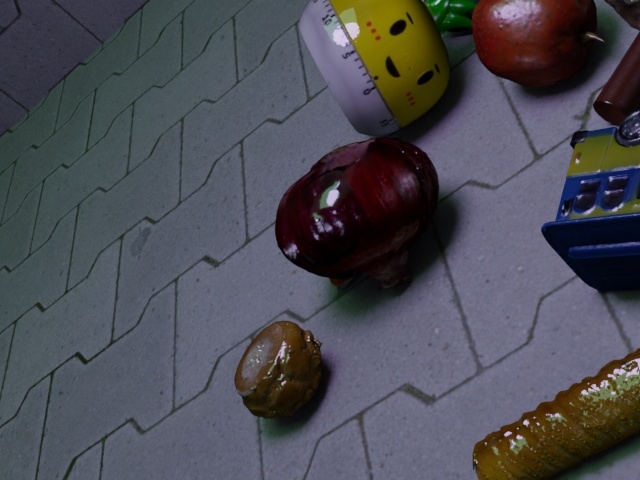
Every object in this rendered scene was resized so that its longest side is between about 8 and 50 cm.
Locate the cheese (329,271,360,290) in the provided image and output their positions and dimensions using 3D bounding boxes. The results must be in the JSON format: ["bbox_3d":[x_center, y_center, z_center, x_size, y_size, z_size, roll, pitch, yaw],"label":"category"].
[{"bbox_3d":[0.000,0.000,1.588,0.106,0.037,0.256,-50,38,-1],"label":"cheese"}]

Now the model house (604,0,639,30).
[{"bbox_3d":[0.455,-0.302,1.115,0.261,0.321,0.266,-57,21,-17],"label":"model house"}]

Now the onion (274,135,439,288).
[{"bbox_3d":[0.063,-0.031,1.399,0.252,0.219,0.252,-30,-8,-5],"label":"onion"}]

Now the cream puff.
[{"bbox_3d":[-0.055,0.190,1.395,0.144,0.103,0.126,-57,28,-11],"label":"cream puff"}]

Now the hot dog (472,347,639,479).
[{"bbox_3d":[0.282,0.183,1.028,0.289,0.068,0.083,-36,42,19],"label":"hot dog"}]

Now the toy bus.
[{"bbox_3d":[0.403,-0.046,1.050,0.287,0.138,0.175,-7,51,47],"label":"toy bus"}]

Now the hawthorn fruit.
[{"bbox_3d":[0.321,-0.308,1.396,0.200,0.179,0.179,16,69,42],"label":"hawthorn fruit"}]

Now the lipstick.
[{"bbox_3d":[0.480,-0.310,1.305,0.357,0.057,0.057,-55,33,-9],"label":"lipstick"}]

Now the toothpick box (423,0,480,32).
[{"bbox_3d":[0.249,-0.453,1.676,0.120,0.120,0.184,-1,60,50],"label":"toothpick box"}]

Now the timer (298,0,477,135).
[{"bbox_3d":[0.128,-0.328,1.578,0.285,0.285,0.285,-31,37,27],"label":"timer"}]
